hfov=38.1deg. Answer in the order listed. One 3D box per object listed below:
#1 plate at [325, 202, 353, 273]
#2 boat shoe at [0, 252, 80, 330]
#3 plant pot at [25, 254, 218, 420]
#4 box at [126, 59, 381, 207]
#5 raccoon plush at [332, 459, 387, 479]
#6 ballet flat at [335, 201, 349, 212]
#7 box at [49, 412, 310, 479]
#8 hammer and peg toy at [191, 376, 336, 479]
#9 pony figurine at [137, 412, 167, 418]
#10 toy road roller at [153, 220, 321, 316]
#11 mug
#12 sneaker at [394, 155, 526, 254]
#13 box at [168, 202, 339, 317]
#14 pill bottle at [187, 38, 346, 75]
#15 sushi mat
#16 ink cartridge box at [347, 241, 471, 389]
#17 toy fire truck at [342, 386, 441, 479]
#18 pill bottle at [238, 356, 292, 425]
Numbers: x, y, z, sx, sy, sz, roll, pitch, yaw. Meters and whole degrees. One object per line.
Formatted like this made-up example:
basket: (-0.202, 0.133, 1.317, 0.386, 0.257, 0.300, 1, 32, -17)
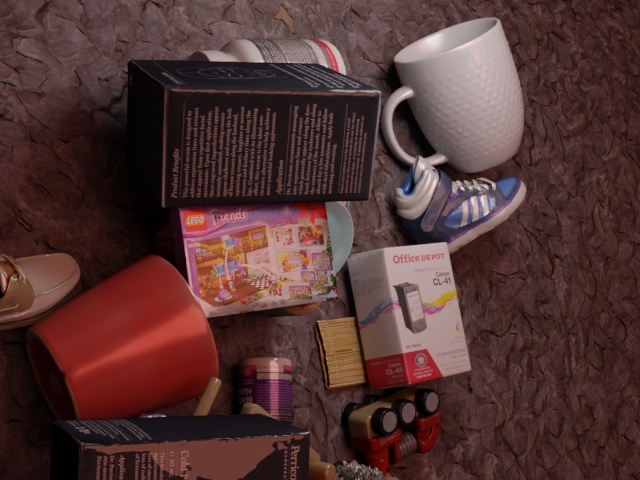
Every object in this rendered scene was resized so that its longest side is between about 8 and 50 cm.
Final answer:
plate: (0.000, 0.000, 2.035, 0.188, 0.024, 0.188, -16, 115, -40)
boat shoe: (-0.521, 0.081, 1.517, 0.113, 0.103, 0.302, 42, 44, 21)
plant pot: (-0.345, 0.190, 1.573, 0.243, 0.275, 0.274, -25, 95, -31)
box: (-0.133, -0.205, 1.710, 0.396, 0.293, 0.211, -2, 110, -22)
raccoon plush: (0.040, 0.522, 1.706, 0.299, 0.447, 0.216, 22, 77, -49)
ballet flat: (0.016, -0.212, 2.095, 0.106, 0.107, 0.315, 9, 71, -25)
box: (-0.194, 0.418, 1.242, 0.313, 0.179, 0.343, 4, 87, -27)
hammer and peg toy: (-0.118, 0.396, 1.490, 0.361, 0.127, 0.265, 51, 51, -47)
pony figurine: (-0.334, 0.454, 1.484, 0.363, 0.303, 0.351, -49, 137, -16)
toy road roller: (-0.178, 0.077, 1.784, 0.329, 0.202, 0.240, 41, 67, -19)
mug: (0.324, -0.328, 2.309, 0.374, 0.276, 0.328, -28, 110, -12)
sneaker: (0.331, -0.127, 2.257, 0.323, 0.130, 0.236, -35, 110, -9)
box: (-0.116, 0.027, 1.674, 0.293, 0.057, 0.200, -6, 86, -29)
pill bottle: (-0.117, -0.335, 1.954, 0.319, 0.176, 0.176, -9, 84, -37)
sushi mat: (0.120, 0.244, 2.106, 0.317, 0.019, 0.151, -2, 78, -42)
ink cartridge box: (0.201, 0.168, 2.099, 0.226, 0.131, 0.306, -4, 82, -42)
toy fire truck: (0.183, 0.461, 2.028, 0.217, 0.159, 0.246, -14, 99, -43)
pill bottle: (-0.108, 0.331, 1.824, 0.108, 0.108, 0.193, 11, 70, -39)
